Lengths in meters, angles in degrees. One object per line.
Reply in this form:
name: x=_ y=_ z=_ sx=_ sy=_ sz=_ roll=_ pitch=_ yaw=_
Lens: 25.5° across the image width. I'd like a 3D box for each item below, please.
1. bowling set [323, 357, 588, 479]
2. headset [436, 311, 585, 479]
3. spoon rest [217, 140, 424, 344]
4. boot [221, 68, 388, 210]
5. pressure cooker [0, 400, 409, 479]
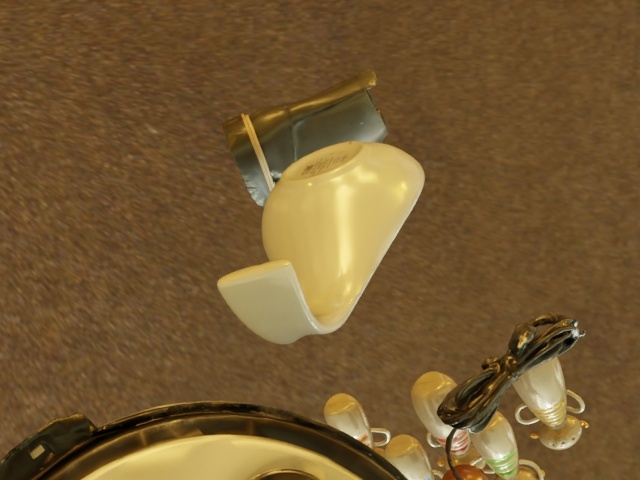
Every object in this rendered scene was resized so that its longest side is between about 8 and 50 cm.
bowling set: x=0.145 y=0.248 z=1.515 sx=0.287 sy=0.200 sz=0.154 roll=-15 pitch=127 yaw=15
headset: x=0.242 y=0.235 z=0.992 sx=0.185 sy=0.243 sz=0.394 roll=-40 pitch=75 yaw=-19
spoon rest: x=0.000 y=0.000 z=1.053 sx=0.137 sy=0.276 sz=0.084 roll=-15 pitch=109 yaw=22
boot: x=0.011 y=-0.053 z=1.243 sx=0.137 sy=0.077 sz=0.198 roll=-23 pitch=142 yaw=2
pressure cooker: x=-0.083 y=0.287 z=0.968 sx=0.370 sy=0.420 sz=0.375 roll=-20 pitch=86 yaw=-12
